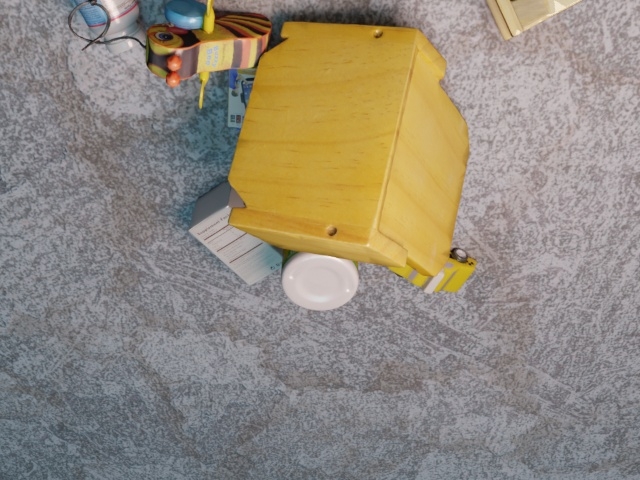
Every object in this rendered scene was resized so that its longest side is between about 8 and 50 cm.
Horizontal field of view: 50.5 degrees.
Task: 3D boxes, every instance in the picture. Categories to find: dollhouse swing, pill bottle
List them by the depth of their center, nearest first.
[{"bbox_3d":[-0.340,-0.381,1.062,0.087,0.087,0.160,-13,128,11],"label":"pill bottle"},{"bbox_3d":[0.067,-0.128,1.140,0.315,0.347,0.305,9,168,18],"label":"dollhouse swing"},{"bbox_3d":[0.000,0.000,1.261,0.136,0.246,0.136,0,128,0],"label":"pill bottle"}]

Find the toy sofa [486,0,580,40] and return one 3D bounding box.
[{"bbox_3d":[0.407,-0.444,0.981,0.362,0.177,0.150,-25,100,20],"label":"toy sofa"}]

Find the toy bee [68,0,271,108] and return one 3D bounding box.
[{"bbox_3d":[-0.204,-0.283,1.038,0.298,0.162,0.195,-22,138,-8],"label":"toy bee"}]

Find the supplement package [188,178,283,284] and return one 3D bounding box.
[{"bbox_3d":[-0.156,-0.018,1.340,0.105,0.105,0.179,-30,122,23],"label":"supplement package"}]

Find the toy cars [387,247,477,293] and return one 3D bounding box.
[{"bbox_3d":[0.187,-0.011,1.350,0.176,0.087,0.394,-20,126,16],"label":"toy cars"}]

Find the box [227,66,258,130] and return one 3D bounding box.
[{"bbox_3d":[-0.123,-0.249,1.204,0.081,0.028,0.136,5,127,-3],"label":"box"}]
